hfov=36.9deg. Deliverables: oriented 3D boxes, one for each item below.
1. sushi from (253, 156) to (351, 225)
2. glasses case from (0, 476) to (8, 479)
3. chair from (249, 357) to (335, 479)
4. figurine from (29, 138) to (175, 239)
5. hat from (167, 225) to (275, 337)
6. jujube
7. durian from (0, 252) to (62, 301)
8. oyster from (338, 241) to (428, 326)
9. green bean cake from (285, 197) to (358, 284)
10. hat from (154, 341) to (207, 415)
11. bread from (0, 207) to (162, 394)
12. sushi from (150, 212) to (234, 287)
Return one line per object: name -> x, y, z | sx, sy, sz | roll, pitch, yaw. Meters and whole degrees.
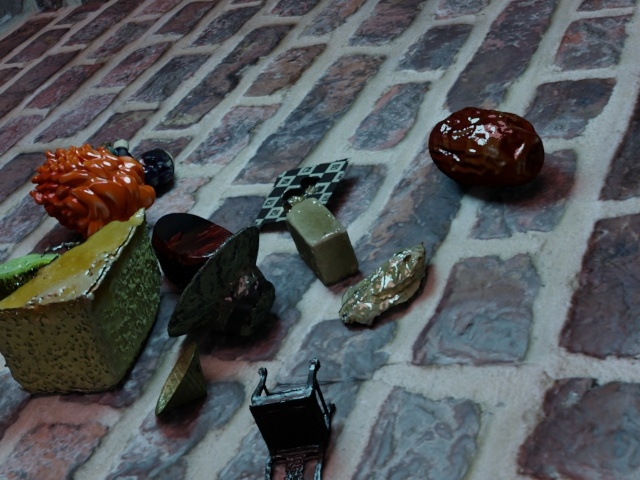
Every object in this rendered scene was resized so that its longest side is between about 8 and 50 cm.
sushi -> -0.035, -0.095, 2.145 | 0.193, 0.040, 0.210 | -9, 35, 29
glasses case -> -0.549, 0.435, 1.626 | 0.032, 0.021, 0.083 | -17, 32, 8
chair -> -0.048, 0.303, 1.484 | 0.106, 0.113, 0.229 | -13, 29, 14
figurine -> -0.515, -0.141, 2.335 | 0.306, 0.241, 0.412 | 15, 21, 9
hat -> -0.157, 0.109, 1.801 | 0.128, 0.265, 0.265 | 35, 52, 9
jujube -> 0.335, -0.186, 1.962 | 0.174, 0.174, 0.250 | -38, 38, -27
durian -> -0.650, 0.095, 2.117 | 0.375, 0.106, 0.132 | -6, 32, 22
oyster -> 0.119, 0.078, 1.770 | 0.209, 0.072, 0.133 | -24, 29, -4
green bean cake -> 0.000, 0.000, 1.913 | 0.085, 0.109, 0.179 | -27, 33, -9
hat -> -0.230, 0.258, 1.697 | 0.146, 0.067, 0.146 | -55, 14, 21
bread -> -0.470, 0.116, 1.867 | 0.279, 0.248, 0.315 | -11, 29, 10
sushi -> -0.257, 0.031, 1.998 | 0.136, 0.126, 0.225 | -37, 42, -29
